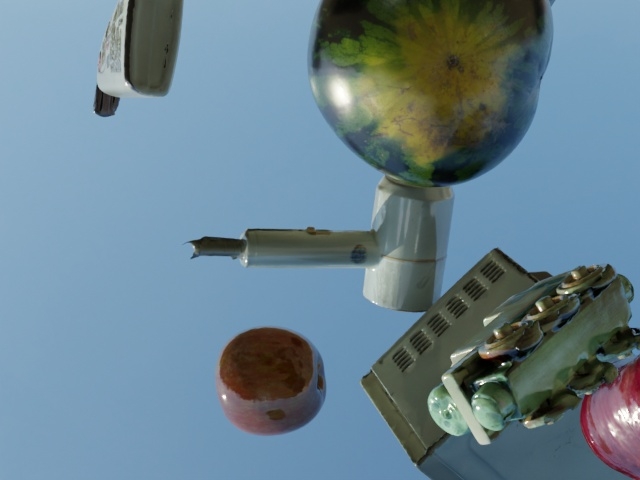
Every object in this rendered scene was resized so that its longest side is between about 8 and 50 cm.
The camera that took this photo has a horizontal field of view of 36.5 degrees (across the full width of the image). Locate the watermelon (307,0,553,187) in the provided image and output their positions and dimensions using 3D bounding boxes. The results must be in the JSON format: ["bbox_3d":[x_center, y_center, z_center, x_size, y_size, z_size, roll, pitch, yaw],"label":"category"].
[{"bbox_3d":[0.114,-0.190,1.014,0.269,0.269,0.269,1,-150,0],"label":"watermelon"}]

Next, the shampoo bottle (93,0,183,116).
[{"bbox_3d":[-0.238,-0.226,1.213,0.071,0.153,0.284,7,173,-20],"label":"shampoo bottle"}]

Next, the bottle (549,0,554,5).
[{"bbox_3d":[0.245,-0.389,1.404,0.201,0.072,0.072,37,-141,8],"label":"bottle"}]

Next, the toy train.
[{"bbox_3d":[0.158,0.084,0.727,0.194,0.080,0.125,-30,-179,-38],"label":"toy train"}]

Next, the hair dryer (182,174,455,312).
[{"bbox_3d":[0.000,0.000,1.256,0.357,0.173,0.107,0,-164,-20],"label":"hair dryer"}]

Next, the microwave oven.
[{"bbox_3d":[0.271,0.224,1.238,0.286,0.355,0.218,-46,-151,3],"label":"microwave oven"}]

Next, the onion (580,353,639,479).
[{"bbox_3d":[0.349,0.151,0.865,0.248,0.248,0.161,4,-116,5],"label":"onion"}]

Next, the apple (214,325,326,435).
[{"bbox_3d":[-0.081,0.237,1.645,0.174,0.188,0.188,-6,-151,14],"label":"apple"}]
